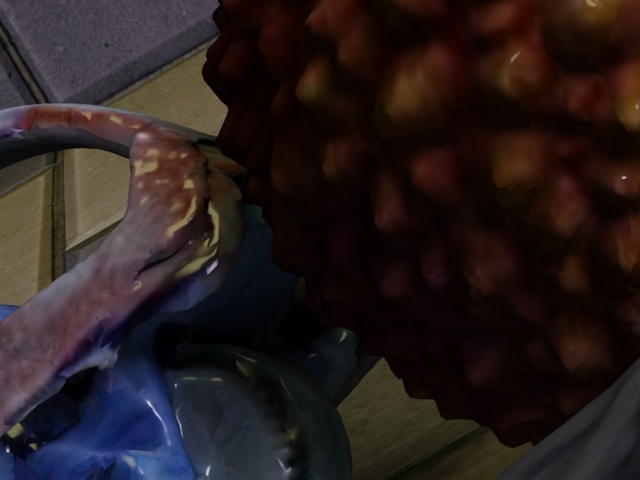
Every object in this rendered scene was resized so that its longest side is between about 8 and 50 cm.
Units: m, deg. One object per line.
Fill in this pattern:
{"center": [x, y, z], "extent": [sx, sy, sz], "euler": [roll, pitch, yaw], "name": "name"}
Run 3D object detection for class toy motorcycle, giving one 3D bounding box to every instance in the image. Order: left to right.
{"center": [-0.112, 0.069, 0.820], "extent": [0.319, 0.182, 0.241], "euler": [-22, 42, 31], "name": "toy motorcycle"}

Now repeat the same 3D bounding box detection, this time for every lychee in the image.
{"center": [0.110, -0.078, 0.633], "extent": [0.306, 0.306, 0.330], "euler": [-34, -26, -17], "name": "lychee"}

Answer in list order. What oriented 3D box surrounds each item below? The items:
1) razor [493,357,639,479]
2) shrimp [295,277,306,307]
{"center": [0.086, 0.072, 0.382], "extent": [0.349, 0.113, 0.204], "euler": [-47, 1, 39], "name": "razor"}
{"center": [0.000, 0.001, 1.151], "extent": [0.294, 0.062, 0.154], "euler": [-22, 2, 23], "name": "shrimp"}
